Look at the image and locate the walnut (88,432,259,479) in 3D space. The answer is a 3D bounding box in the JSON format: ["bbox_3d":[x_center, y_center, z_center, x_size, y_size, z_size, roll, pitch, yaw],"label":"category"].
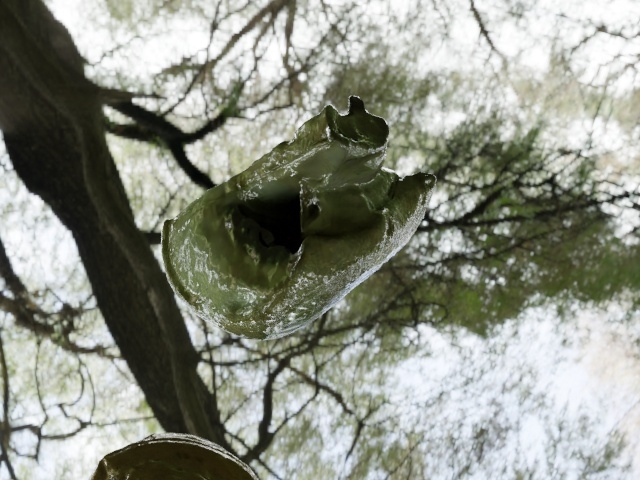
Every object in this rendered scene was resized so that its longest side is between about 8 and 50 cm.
[{"bbox_3d":[-0.208,0.443,1.248,0.344,0.306,0.306,48,-141,-14],"label":"walnut"}]

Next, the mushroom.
[{"bbox_3d":[0.002,0.005,0.893,0.217,0.292,0.212,19,-138,-40],"label":"mushroom"}]
